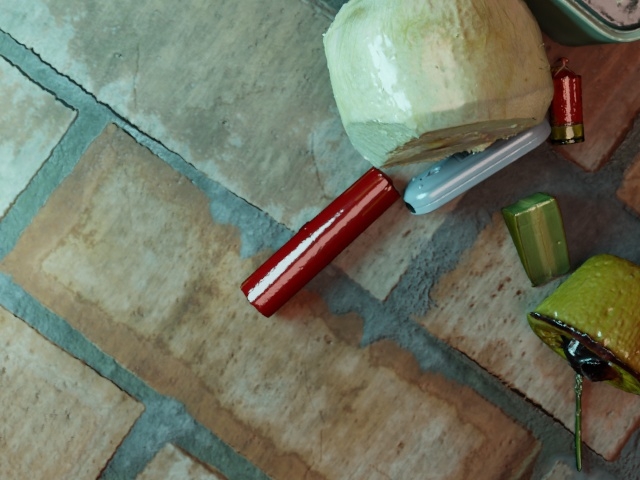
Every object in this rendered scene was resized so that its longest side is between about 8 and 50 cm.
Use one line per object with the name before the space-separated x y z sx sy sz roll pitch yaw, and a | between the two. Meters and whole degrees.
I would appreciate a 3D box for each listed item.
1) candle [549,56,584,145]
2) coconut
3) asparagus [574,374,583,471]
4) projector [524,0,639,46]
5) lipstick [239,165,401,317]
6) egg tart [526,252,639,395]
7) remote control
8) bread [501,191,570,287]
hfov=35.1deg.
candle | 0.367 -0.209 1.516 0.052 0.052 0.131 -7 98 -2
coconut | 0.154 -0.248 1.378 0.297 0.297 0.254 -13 81 -1
asparagus | 0.412 0.288 1.609 0.016 0.013 0.166 4 100 39
projector | 0.376 -0.420 1.386 0.248 0.249 0.248 37 96 -7
lipstick | 0.001 0.001 1.521 0.279 0.073 0.073 -42 98 4
egg tart | 0.424 0.124 1.501 0.215 0.215 0.171 35 81 -7
remote control | 0.230 -0.118 1.503 0.244 0.087 0.047 -32 113 2
bread | 0.337 0.005 1.529 0.074 0.084 0.139 -22 99 0
